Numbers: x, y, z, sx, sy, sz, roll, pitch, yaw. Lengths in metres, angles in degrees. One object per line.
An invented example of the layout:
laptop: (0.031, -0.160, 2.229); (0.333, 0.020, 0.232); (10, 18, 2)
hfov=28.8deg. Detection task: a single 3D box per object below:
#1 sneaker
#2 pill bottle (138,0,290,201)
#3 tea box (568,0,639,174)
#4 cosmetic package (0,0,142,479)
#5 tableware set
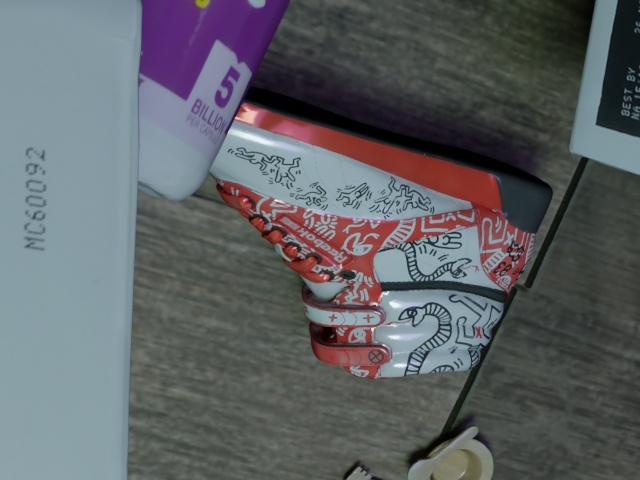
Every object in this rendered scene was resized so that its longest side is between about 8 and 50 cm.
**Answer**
sneaker: (0.001, 0.001, 0.726); (0.270, 0.090, 0.145); (14, 102, -26)
pill bottle: (-0.072, -0.184, 0.574); (0.169, 0.169, 0.301); (26, 86, -25)
tea box: (0.330, -0.185, 0.641); (0.323, 0.220, 0.329); (-12, 116, -43)
cosmetic package: (-0.192, 0.060, 0.487); (0.155, 0.365, 0.197); (7, 67, -21)
tableware set: (0.078, 0.207, 0.869); (0.141, 0.020, 0.168); (-34, 117, -4)
